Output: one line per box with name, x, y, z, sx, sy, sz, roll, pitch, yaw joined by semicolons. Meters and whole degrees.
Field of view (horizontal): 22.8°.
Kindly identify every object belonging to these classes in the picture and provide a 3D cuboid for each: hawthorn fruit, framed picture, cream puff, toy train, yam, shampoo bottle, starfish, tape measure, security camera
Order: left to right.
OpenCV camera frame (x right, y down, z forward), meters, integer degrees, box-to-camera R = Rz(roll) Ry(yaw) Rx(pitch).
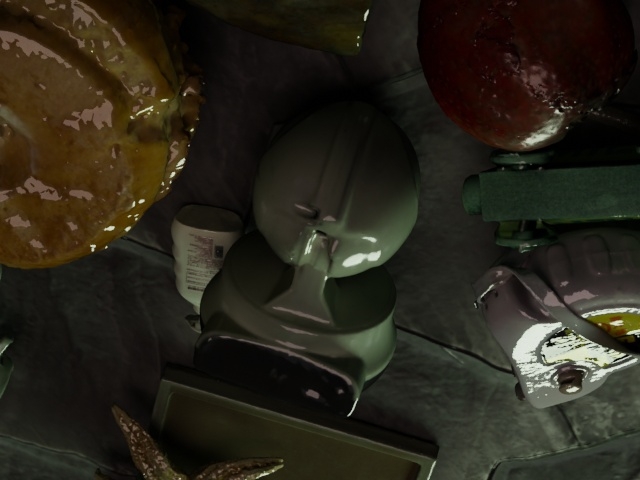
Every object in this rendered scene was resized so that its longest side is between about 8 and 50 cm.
cream puff;-0.267;-0.145;1.422;0.327;0.231;0.343;25;125;-9
starfish;-0.148;0.291;1.816;0.277;0.062;0.236;34;132;-20
shampoo bottle;-0.118;0.037;1.646;0.077;0.045;0.152;8;126;4
framed picture;-0.071;0.353;1.890;0.326;0.028;0.446;17;129;-1
security camera;0.000;0.000;1.504;0.197;0.191;0.277;18;126;5
hawthorn fruit;0.151;-0.187;1.339;0.235;0.181;0.181;44;126;2
tape measure;0.256;0.066;1.519;0.197;0.120;0.236;-16;147;12
toy train;0.263;-0.050;1.427;0.253;0.157;0.105;-4;98;26
yam;0.298;-0.104;1.461;0.116;0.021;0.021;17;129;-2

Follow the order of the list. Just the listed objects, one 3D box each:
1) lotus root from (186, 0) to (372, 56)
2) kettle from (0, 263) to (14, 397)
lotus root;-0.061;-0.301;1.316;0.260;0.149;0.267;16;126;-1
kettle;-0.486;0.085;1.670;0.265;0.205;0.318;-29;114;32
